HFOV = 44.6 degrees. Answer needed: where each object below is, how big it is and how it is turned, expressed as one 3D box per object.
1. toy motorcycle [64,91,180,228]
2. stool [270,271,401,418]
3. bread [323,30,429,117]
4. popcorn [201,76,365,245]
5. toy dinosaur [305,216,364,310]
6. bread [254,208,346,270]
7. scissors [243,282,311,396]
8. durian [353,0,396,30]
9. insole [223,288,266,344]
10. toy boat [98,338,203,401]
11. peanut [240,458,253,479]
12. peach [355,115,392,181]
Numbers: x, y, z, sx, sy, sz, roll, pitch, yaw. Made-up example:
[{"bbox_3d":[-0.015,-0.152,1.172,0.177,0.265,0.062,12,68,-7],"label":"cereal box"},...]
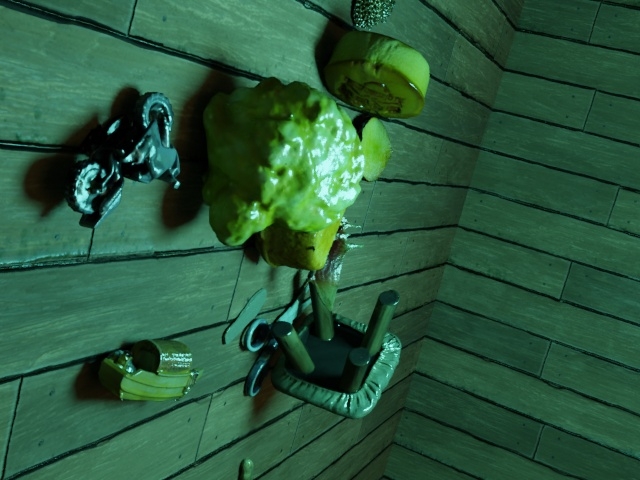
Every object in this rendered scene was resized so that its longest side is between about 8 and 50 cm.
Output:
[{"bbox_3d":[-0.312,-0.120,1.275,0.270,0.106,0.159,-59,150,-37],"label":"toy motorcycle"},{"bbox_3d":[0.041,0.272,2.093,0.226,0.310,0.310,86,28,-44],"label":"stool"},{"bbox_3d":[0.138,-0.399,1.919,0.270,0.269,0.148,47,58,-66],"label":"bread"},{"bbox_3d":[-0.069,-0.147,1.557,0.293,0.334,0.292,124,-41,-62],"label":"popcorn"},{"bbox_3d":[0.009,0.005,2.014,0.206,0.327,0.113,-28,177,-19],"label":"toy dinosaur"},{"bbox_3d":[-0.045,-0.081,1.808,0.179,0.194,0.340,-6,116,-75],"label":"bread"},{"bbox_3d":[-0.103,0.236,2.157,0.383,0.029,0.256,-49,150,-46],"label":"scissors"},{"bbox_3d":[0.148,-0.622,1.982,0.148,0.091,0.189,-48,147,-45],"label":"durian"},{"bbox_3d":[-0.186,0.188,1.944,0.192,0.010,0.063,-48,148,-43],"label":"insole"},{"bbox_3d":[-0.327,0.252,1.549,0.115,0.089,0.310,-61,158,-2],"label":"toy boat"},{"bbox_3d":[-0.212,0.660,2.232,0.037,0.037,0.083,-28,137,-60],"label":"peanut"},{"bbox_3d":[0.135,-0.266,2.271,0.279,0.068,0.189,-2,101,-65],"label":"peach"}]
